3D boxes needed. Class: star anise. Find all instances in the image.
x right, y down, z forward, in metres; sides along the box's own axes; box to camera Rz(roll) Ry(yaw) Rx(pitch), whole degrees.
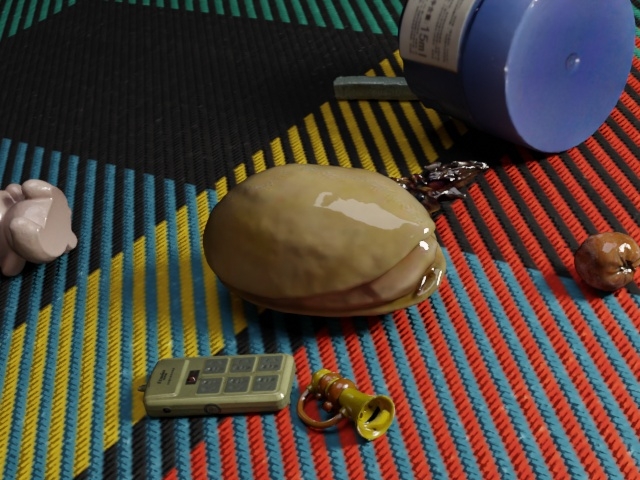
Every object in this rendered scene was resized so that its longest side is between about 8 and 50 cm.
[{"bbox_3d":[0.104,-0.049,1.374,0.212,0.053,0.157,-2,32,10],"label":"star anise"}]

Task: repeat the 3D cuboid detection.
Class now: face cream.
[{"bbox_3d":[0.261,-0.265,1.482,0.249,0.249,0.225,-28,36,-25],"label":"face cream"}]

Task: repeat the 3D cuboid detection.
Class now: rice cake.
[{"bbox_3d":[0.101,-0.234,1.687,0.170,0.033,0.029,4,38,21],"label":"rice cake"}]

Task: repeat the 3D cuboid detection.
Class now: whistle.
[{"bbox_3d":[0.020,0.165,1.088,0.046,0.057,0.109,23,-3,-39],"label":"whistle"}]

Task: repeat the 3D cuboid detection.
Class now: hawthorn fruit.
[{"bbox_3d":[0.301,0.015,1.201,0.066,0.067,0.103,-28,33,-25],"label":"hawthorn fruit"}]

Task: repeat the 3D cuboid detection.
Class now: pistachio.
[{"bbox_3d":[0.000,0.000,1.229,0.293,0.162,0.181,11,55,25],"label":"pistachio"}]

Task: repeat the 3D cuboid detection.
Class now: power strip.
[{"bbox_3d":[-0.112,0.150,1.147,0.169,0.028,0.076,-4,33,10],"label":"power strip"}]

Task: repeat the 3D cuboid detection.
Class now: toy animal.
[{"bbox_3d":[-0.431,-0.013,1.430,0.212,0.124,0.124,-5,32,22],"label":"toy animal"}]
